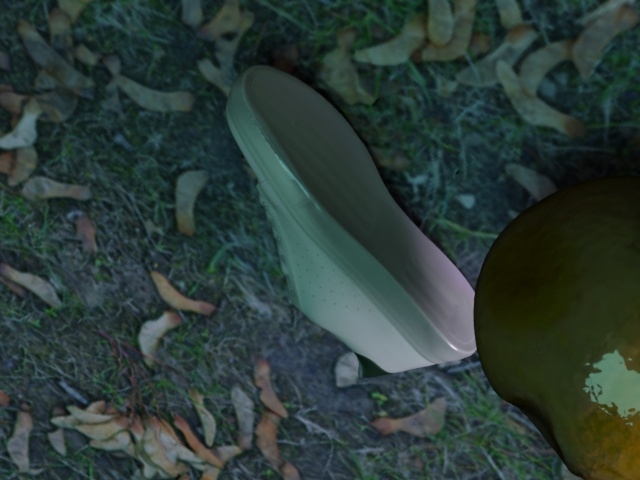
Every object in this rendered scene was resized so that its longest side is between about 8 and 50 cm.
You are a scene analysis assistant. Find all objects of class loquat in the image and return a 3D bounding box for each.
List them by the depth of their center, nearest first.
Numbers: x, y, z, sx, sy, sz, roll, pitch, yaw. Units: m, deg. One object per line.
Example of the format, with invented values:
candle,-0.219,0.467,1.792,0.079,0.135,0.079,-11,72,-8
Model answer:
loquat,0.199,0.062,1.182,0.213,0.213,0.213,12,127,16

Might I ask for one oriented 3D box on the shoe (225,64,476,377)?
shoe,0.000,0.000,1.294,0.110,0.095,0.265,-28,111,36
